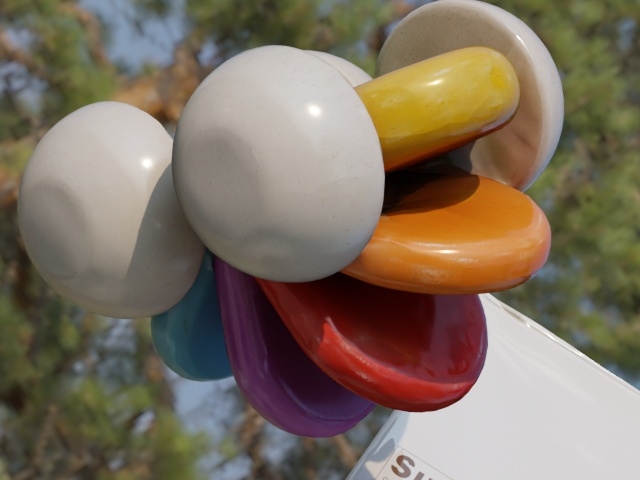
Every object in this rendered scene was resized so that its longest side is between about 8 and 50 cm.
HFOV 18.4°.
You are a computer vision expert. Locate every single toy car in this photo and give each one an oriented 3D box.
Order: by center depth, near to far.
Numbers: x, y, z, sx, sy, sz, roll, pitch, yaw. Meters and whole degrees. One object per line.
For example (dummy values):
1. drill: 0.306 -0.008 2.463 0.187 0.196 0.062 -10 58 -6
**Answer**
1. toy car: 0.000 0.000 0.686 0.182 0.159 0.136 -13 -85 43

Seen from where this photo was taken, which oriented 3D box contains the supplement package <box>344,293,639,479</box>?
1. supplement package: 0.045 0.203 0.806 0.175 0.293 0.177 33 -34 8
